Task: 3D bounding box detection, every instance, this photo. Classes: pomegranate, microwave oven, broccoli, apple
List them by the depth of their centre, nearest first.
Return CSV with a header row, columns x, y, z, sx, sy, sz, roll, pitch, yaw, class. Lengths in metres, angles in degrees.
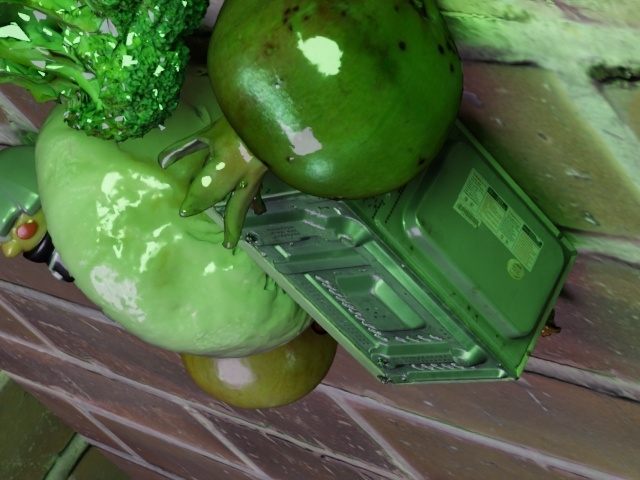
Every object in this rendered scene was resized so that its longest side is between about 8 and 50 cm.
x,y,z,sx,sy,sz,roll,pitch,yaw,class
-0.013,-0.095,1.227,0.181,0.224,0.181,41,-159,-20,pomegranate
-0.206,-0.191,1.249,0.308,0.275,0.308,51,168,15,broccoli
0.059,-0.006,1.426,0.194,0.145,0.240,-3,138,51,microwave oven
-0.068,0.093,1.942,0.182,0.182,0.155,19,128,42,apple

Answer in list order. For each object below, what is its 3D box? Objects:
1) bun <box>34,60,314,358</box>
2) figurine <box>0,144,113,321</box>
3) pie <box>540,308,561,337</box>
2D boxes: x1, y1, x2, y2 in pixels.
x,y,z,sx,sy,sz,roll,pitch,yaw,class
-0.101,-0.041,1.530,0.287,0.287,0.146,39,129,-14,bun
-0.312,-0.015,2.161,0.236,0.133,0.176,35,161,-13,figurine
0.143,0.021,1.571,0.170,0.034,0.092,36,154,21,pie
